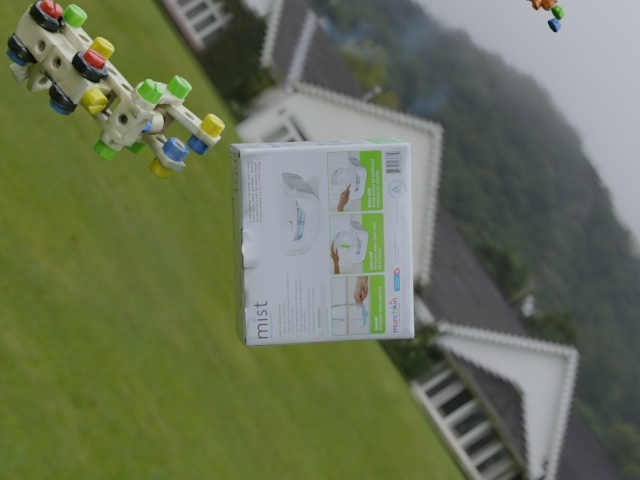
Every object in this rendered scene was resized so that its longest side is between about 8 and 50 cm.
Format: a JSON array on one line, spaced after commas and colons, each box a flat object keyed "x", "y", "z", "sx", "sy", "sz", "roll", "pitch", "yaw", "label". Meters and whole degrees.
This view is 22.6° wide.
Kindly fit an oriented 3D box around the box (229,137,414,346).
[{"x": 0.000, "y": 0.000, "z": 2.119, "sx": 0.127, "sy": 0.231, "sz": 0.262, "roll": -139, "pitch": -134, "yaw": -79, "label": "box"}]

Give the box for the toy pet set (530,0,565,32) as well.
[{"x": 0.232, "y": -0.289, "z": 1.599, "sx": 0.114, "sy": 0.065, "sz": 0.122, "roll": 52, "pitch": -9, "yaw": 13, "label": "toy pet set"}]

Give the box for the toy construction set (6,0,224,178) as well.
[{"x": -0.299, "y": -0.217, "z": 2.130, "sx": 0.328, "sy": 0.151, "sz": 0.215, "roll": 33, "pitch": 13, "yaw": 28, "label": "toy construction set"}]
